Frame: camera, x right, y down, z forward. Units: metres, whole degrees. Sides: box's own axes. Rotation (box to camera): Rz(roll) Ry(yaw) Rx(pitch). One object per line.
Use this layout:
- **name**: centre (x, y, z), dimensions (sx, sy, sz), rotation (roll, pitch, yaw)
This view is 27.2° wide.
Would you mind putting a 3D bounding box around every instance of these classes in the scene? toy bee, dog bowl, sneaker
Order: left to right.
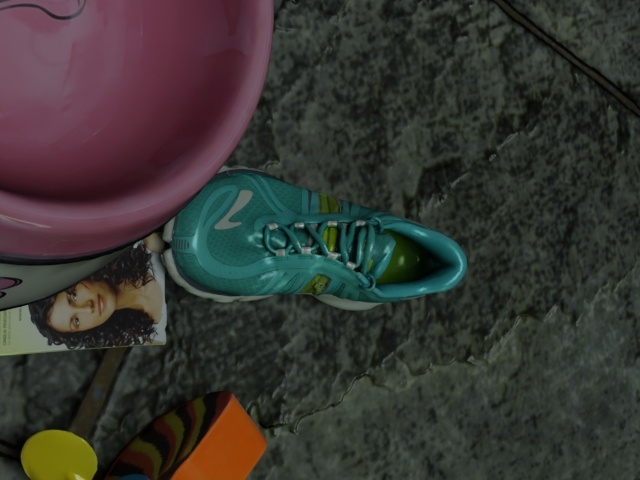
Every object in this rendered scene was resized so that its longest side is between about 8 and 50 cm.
- **dog bowl**: centre (-0.200, -0.161, 0.809), dimensions (0.408, 0.150, 0.408), rotation (9, 76, -42)
- **toy bee**: centre (-0.164, 0.224, 0.931), dimensions (0.298, 0.162, 0.195), rotation (-29, 102, -56)
- **sneaker**: centre (0.000, 0.000, 1.020), dimensions (0.275, 0.110, 0.107), rotation (6, 87, -41)

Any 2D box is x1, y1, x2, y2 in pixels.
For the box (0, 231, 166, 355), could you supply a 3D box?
- **box**: centre (-0.221, 0.036, 0.916), dimensions (0.232, 0.058, 0.087), rotation (-3, 94, -34)
